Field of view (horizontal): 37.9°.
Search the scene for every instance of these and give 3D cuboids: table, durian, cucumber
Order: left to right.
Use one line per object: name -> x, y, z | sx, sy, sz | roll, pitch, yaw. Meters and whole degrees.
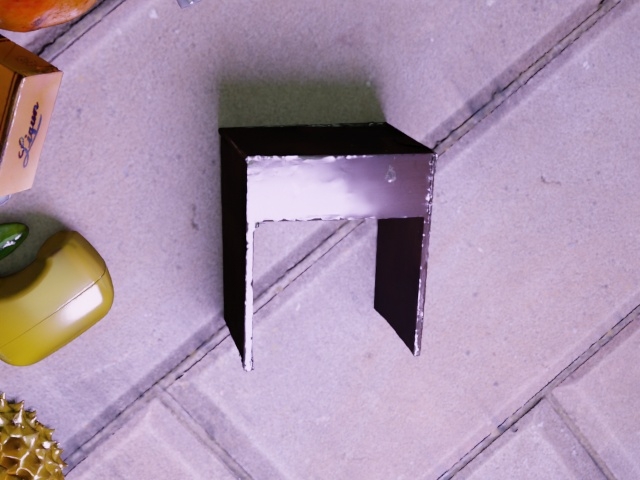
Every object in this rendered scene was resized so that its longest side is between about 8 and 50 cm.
cucumber -> -0.490, 0.035, 1.190 | 0.250, 0.056, 0.056 | -22, 110, -10
durian -> -0.426, 0.340, 1.268 | 0.186, 0.153, 0.261 | -32, 121, -32
table -> 0.000, 0.000, 1.250 | 0.250, 0.196, 0.282 | -4, 108, -16

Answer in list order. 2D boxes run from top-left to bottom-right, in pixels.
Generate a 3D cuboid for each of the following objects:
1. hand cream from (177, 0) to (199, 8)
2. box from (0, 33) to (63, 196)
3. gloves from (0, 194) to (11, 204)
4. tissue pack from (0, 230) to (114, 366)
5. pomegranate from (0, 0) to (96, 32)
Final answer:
hand cream -> -0.225, -0.448, 1.135 | 0.124, 0.078, 0.341 | -24, 102, -8
box -> -0.412, -0.171, 1.039 | 0.237, 0.070, 0.152 | 30, 116, 13
gloves -> -0.442, -0.083, 1.146 | 0.127, 0.111, 0.212 | 30, 89, -23
tissue pack -> -0.353, 0.080, 1.203 | 0.178, 0.123, 0.127 | -35, 107, -5
pomegranate -> -0.342, -0.341, 1.050 | 0.209, 0.209, 0.209 | -4, 106, -15
